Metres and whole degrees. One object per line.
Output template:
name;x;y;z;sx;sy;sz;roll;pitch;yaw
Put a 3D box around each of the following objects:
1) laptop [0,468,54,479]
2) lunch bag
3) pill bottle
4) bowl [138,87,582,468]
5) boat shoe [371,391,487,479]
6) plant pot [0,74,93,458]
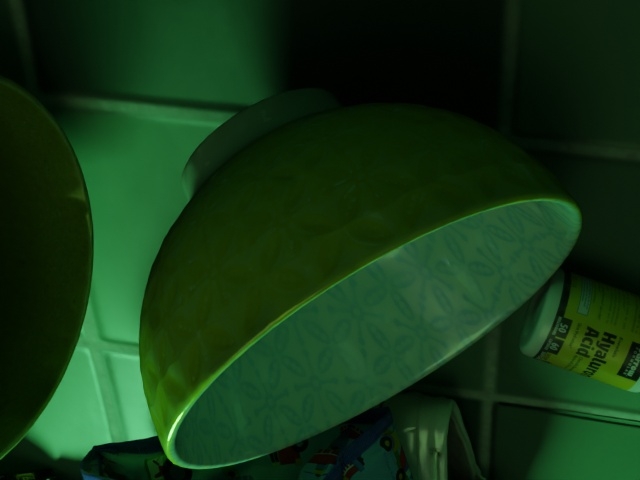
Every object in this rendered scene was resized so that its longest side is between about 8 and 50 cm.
laptop;-0.314;0.416;1.303;0.408;0.236;0.382;-2;139;-24
lunch bag;-0.062;0.261;1.066;0.293;0.138;0.221;-8;111;35
pill bottle;0.200;0.065;0.951;0.116;0.065;0.065;18;135;-2
bowl;0.000;0.000;0.864;0.289;0.289;0.156;-50;62;42
boat shoe;0.106;0.222;1.113;0.088;0.096;0.267;-4;123;26
plant pot;-0.357;0.006;0.952;0.294;0.274;0.274;10;136;30
